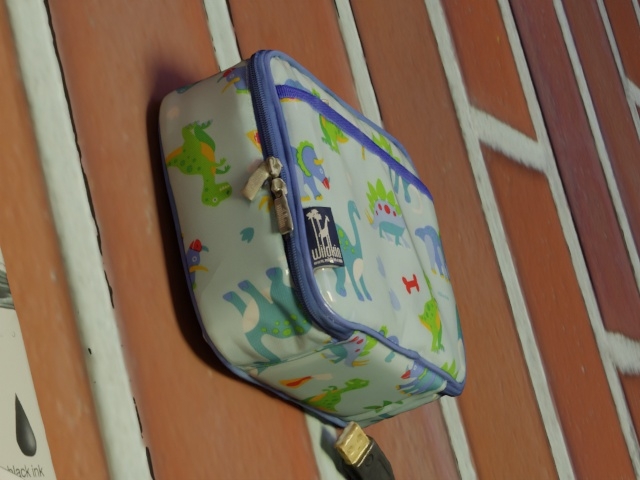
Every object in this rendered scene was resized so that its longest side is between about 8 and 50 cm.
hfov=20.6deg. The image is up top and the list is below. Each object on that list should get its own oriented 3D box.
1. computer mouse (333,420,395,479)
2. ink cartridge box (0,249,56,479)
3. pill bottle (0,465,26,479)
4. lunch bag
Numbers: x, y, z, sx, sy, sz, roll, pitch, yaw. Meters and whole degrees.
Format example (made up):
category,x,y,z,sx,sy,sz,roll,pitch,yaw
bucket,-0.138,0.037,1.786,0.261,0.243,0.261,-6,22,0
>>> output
category,x,y,z,sx,sy,sz,roll,pitch,yaw
computer mouse,0.023,0.164,0.927,0.262,0.060,0.184,47,32,-45
ink cartridge box,-0.166,0.040,0.553,0.153,0.087,0.208,11,61,-66
pill bottle,-0.135,0.230,0.282,0.224,0.224,0.392,53,28,-37
lunch bag,0.000,0.000,0.980,0.219,0.090,0.176,34,38,-57
